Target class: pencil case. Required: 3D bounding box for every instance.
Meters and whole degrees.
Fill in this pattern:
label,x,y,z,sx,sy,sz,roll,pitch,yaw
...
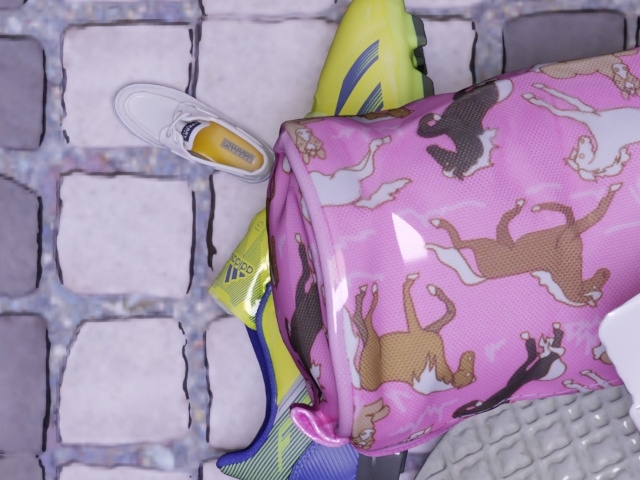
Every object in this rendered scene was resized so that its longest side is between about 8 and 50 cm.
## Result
label,x,y,z,sx,sy,sz,roll,pitch,yaw
pencil case,0.160,-0.006,0.974,0.386,0.160,0.167,-10,53,-11

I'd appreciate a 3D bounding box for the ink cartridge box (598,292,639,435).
label,x,y,z,sx,sy,sz,roll,pitch,yaw
ink cartridge box,0.281,0.112,0.918,0.207,0.353,0.119,-33,48,3

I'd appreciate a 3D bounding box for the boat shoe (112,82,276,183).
label,x,y,z,sx,sy,sz,roll,pitch,yaw
boat shoe,-0.072,-0.061,1.108,0.100,0.035,0.035,29,89,4

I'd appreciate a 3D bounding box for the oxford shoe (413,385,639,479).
label,x,y,z,sx,sy,sz,roll,pitch,yaw
oxford shoe,0.104,0.240,1.047,0.169,0.130,0.449,14,75,42

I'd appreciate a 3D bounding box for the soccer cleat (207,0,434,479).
label,x,y,z,sx,sy,sz,roll,pitch,yaw
soccer cleat,0.000,0.000,1.074,0.121,0.093,0.289,5,88,6
